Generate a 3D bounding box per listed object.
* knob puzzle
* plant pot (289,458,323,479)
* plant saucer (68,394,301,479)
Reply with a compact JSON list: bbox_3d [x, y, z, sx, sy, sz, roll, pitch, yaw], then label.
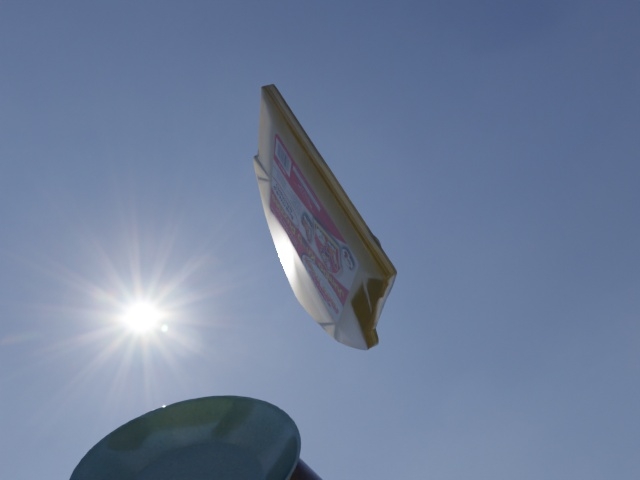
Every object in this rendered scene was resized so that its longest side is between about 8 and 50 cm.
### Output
[{"bbox_3d":[0.000,0.000,0.468,0.030,0.213,0.213,-23,-53,-19],"label":"knob puzzle"},{"bbox_3d":[0.003,0.422,0.708,0.230,0.215,0.215,35,-68,4],"label":"plant pot"},{"bbox_3d":[-0.110,0.199,0.495,0.194,0.195,0.038,-10,-74,-8],"label":"plant saucer"}]
